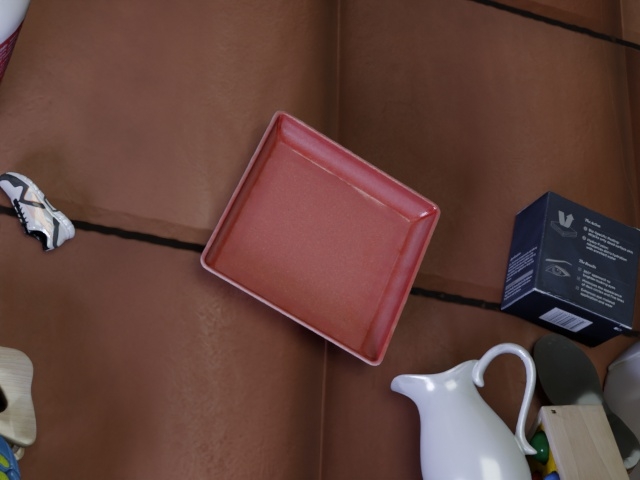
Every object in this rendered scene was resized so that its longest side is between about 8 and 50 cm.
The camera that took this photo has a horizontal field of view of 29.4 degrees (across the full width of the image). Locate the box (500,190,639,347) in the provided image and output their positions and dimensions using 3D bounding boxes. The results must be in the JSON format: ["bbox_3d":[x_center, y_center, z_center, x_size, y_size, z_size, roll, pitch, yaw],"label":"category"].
[{"bbox_3d":[0.345,0.040,1.669,0.156,0.093,0.158,22,61,-15],"label":"box"}]

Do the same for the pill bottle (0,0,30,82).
[{"bbox_3d":[-0.422,-0.241,1.245,0.229,0.407,0.229,10,64,-22],"label":"pill bottle"}]

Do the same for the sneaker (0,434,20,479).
[{"bbox_3d":[-0.373,0.210,1.188,0.188,0.078,0.067,34,23,-31],"label":"sneaker"}]

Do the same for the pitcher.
[{"bbox_3d":[0.199,0.239,1.473,0.177,0.125,0.207,-24,71,13],"label":"pitcher"}]

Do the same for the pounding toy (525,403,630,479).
[{"bbox_3d":[0.303,0.337,1.485,0.094,0.181,0.206,0,47,-13],"label":"pounding toy"}]

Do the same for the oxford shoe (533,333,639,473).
[{"bbox_3d":[0.344,0.221,1.610,0.076,0.076,0.212,-25,63,-4],"label":"oxford shoe"}]

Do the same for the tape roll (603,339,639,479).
[{"bbox_3d":[0.525,0.249,1.658,0.286,0.100,0.286,10,65,-21],"label":"tape roll"}]

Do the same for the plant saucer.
[{"bbox_3d":[0.000,0.000,1.552,0.259,0.048,0.258,31,58,-11],"label":"plant saucer"}]

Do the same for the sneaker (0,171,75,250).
[{"bbox_3d":[-0.336,-0.034,1.413,0.109,0.040,0.044,44,59,-1],"label":"sneaker"}]

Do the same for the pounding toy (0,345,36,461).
[{"bbox_3d":[-0.413,0.150,1.226,0.269,0.155,0.154,21,60,-16],"label":"pounding toy"}]
